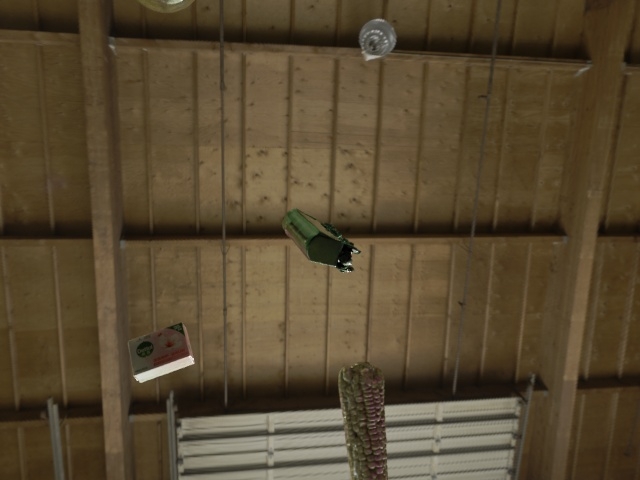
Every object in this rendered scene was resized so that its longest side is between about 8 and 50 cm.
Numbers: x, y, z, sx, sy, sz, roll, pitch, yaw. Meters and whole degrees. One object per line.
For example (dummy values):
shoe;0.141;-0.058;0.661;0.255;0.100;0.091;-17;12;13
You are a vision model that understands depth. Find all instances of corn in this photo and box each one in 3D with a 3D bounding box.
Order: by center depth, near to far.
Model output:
corn;0.114;0.491;1.338;0.126;0.126;0.336;-1;-101;-9

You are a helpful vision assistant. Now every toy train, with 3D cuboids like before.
toy train;0.000;0.000;0.607;0.070;0.148;0.038;21;-82;-20

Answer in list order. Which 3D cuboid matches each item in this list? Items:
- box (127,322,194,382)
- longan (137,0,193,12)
box;-0.347;0.244;1.111;0.125;0.089;0.043;-19;-34;-11
longan;-0.310;-0.551;0.981;0.184;0.159;0.205;18;-58;27
